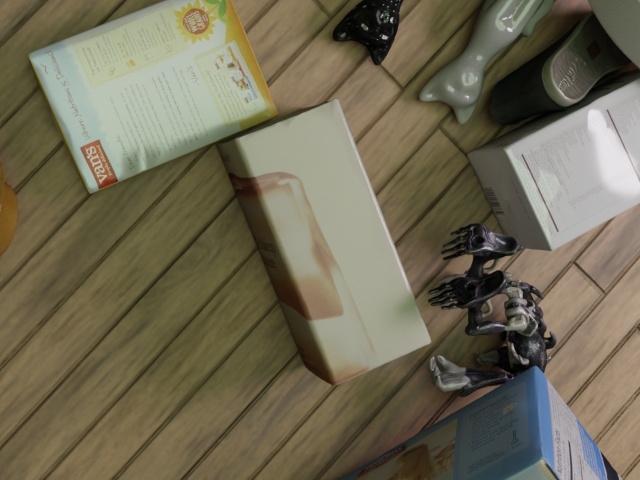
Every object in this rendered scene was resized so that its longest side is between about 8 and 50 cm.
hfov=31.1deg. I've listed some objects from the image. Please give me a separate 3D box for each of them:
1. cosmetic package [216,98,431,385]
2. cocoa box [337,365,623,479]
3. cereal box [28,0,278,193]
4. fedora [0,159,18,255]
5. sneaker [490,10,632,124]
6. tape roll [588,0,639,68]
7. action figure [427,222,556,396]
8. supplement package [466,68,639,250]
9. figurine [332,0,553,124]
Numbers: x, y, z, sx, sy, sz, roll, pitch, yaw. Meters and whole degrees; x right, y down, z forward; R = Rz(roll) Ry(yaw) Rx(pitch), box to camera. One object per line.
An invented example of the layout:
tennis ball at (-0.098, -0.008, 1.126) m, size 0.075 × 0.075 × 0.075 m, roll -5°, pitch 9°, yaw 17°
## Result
cosmetic package at (0.000, 0.000, 1.319) m, size 0.129 × 0.153 × 0.296 m, roll -22°, pitch 96°, yaw -11°
cocoa box at (0.160, 0.347, 1.274) m, size 0.347 × 0.231 × 0.228 m, roll -34°, pitch 101°, yaw 17°
cereal box at (-0.190, -0.176, 1.318) m, size 0.240 × 0.047 × 0.173 m, roll -23°, pitch 98°, yaw -10°
fedora at (-0.390, -0.021, 1.247) m, size 0.079 × 0.194 × 0.194 m, roll 23°, pitch 87°, yaw -52°
sneaker at (0.299, -0.220, 1.420) m, size 0.222 × 0.118 × 0.083 m, roll -36°, pitch 101°, yaw -39°
tape roll at (0.476, -0.339, 1.377) m, size 0.392 × 0.072 × 0.391 m, roll 8°, pitch 69°, yaw -22°
action figure at (0.200, 0.098, 1.368) m, size 0.141 × 0.275 × 0.164 m, roll -6°, pitch 53°, yaw 21°
supplement package at (0.329, -0.102, 1.397) m, size 0.244 × 0.134 × 0.139 m, roll -27°, pitch 97°, yaw -10°
figurine at (0.152, -0.272, 1.381) m, size 0.215 × 0.092 × 0.209 m, roll 34°, pitch 93°, yaw -13°
